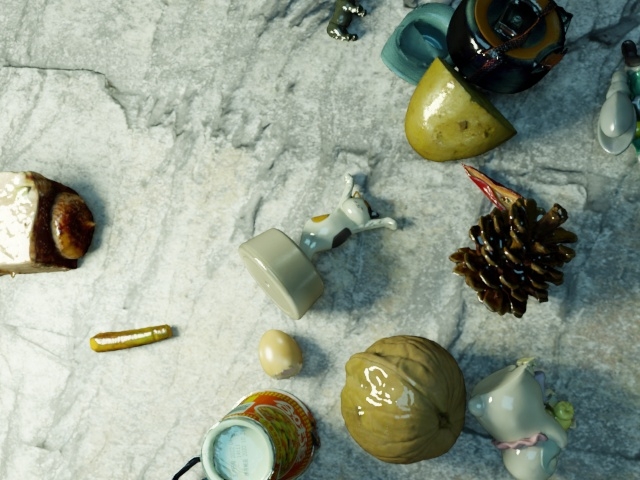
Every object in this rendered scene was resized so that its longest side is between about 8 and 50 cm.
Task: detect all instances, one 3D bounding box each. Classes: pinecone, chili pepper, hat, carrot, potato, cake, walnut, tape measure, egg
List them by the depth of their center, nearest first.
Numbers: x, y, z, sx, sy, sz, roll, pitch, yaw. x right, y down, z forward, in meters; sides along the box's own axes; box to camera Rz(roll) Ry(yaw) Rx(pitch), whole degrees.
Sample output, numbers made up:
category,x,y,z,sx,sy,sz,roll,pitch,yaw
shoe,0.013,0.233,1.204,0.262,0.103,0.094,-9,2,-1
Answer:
category,x,y,z,sx,sy,sz,roll,pitch,yaw
walnut,0.139,0.270,1.278,0.228,0.228,0.227,-1,83,11
pinecone,0.343,0.017,1.282,0.186,0.168,0.212,28,109,-6
tape measure,0.334,-0.370,1.317,0.202,0.135,0.222,31,64,-1
potato,0.233,-0.213,1.342,0.158,0.204,0.178,-47,49,24
chili pepper,0.327,-0.087,1.370,0.178,0.027,0.045,39,88,13
egg,-0.078,0.214,1.393,0.080,0.080,0.096,-35,62,6
hat,0.194,-0.362,1.409,0.138,0.078,0.191,43,74,5
cake,-0.601,-0.023,1.471,0.293,0.199,0.196,-2,81,10
carrot,-0.377,0.193,1.477,0.171,0.042,0.042,-11,81,8

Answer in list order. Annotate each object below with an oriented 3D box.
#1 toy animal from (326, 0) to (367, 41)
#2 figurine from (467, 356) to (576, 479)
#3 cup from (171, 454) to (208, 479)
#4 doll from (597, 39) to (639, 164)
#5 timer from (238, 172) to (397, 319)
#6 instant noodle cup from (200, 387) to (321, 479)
category,x,y,z,sx,sy,sz,roll,pitch,yaw
toy animal,0.057,-0.458,1.459,0.065,0.047,0.135,23,94,21
figurine,0.362,0.337,1.267,0.155,0.127,0.235,-31,93,-36
cup,-0.220,0.486,1.368,0.138,0.113,0.150,-28,97,5
doll,0.562,-0.230,1.283,0.195,0.153,0.258,-41,59,17
timer,0.000,0.000,1.385,0.266,0.175,0.175,-40,77,-14
instant noodle cup,-0.114,0.365,1.314,0.193,0.212,0.193,-1,83,11
